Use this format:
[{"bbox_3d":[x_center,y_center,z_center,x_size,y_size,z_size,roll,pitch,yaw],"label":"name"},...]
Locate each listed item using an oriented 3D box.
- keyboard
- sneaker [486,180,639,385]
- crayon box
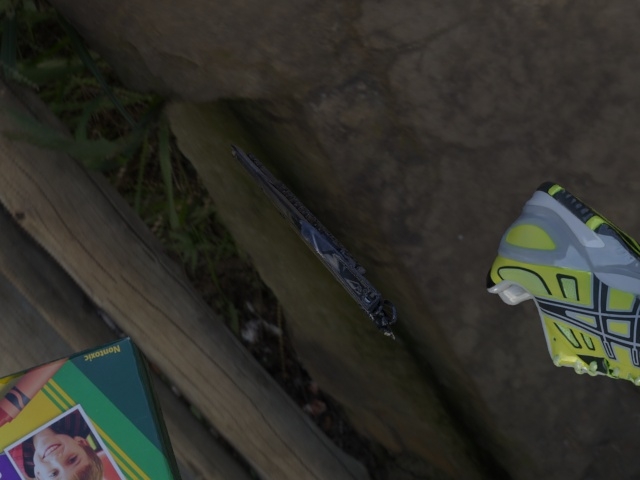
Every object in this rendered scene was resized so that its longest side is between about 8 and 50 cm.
[{"bbox_3d":[0.000,0.000,1.213,0.033,0.317,0.201,-39,116,-1],"label":"keyboard"},{"bbox_3d":[0.325,0.099,1.157,0.145,0.385,0.147,25,107,-45],"label":"sneaker"},{"bbox_3d":[-0.305,0.301,1.079,0.362,0.106,0.313,-18,75,-5],"label":"crayon box"}]
